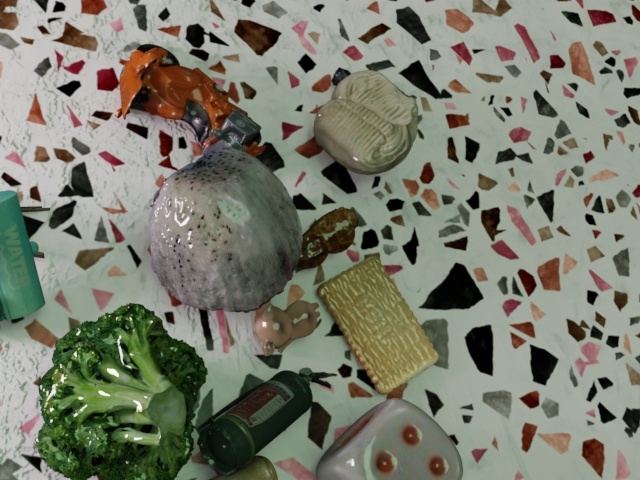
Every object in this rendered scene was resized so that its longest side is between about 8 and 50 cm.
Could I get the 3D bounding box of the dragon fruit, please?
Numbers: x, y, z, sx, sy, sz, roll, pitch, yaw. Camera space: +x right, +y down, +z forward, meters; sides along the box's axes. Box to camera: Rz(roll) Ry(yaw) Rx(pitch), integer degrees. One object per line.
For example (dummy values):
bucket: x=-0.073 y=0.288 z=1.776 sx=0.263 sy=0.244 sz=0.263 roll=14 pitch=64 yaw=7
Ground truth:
dragon fruit: x=-0.152 y=-0.025 z=1.723 sx=0.204 sy=0.221 sz=0.283 roll=28 pitch=52 yaw=33

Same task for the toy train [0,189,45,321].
toy train: x=-0.546 y=0.033 z=1.602 sx=0.159 sy=0.101 sz=0.248 roll=-20 pitch=115 yaw=-31

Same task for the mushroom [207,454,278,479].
mushroom: x=-0.176 y=0.451 z=1.619 sx=0.247 sy=0.096 sz=0.108 roll=-32 pitch=119 yaw=-29

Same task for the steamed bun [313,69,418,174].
steamed bun: x=0.102 y=-0.223 z=1.979 sx=0.218 sy=0.144 sz=0.211 roll=37 pitch=71 yaw=26

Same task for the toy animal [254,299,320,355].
toy animal: x=-0.062 y=0.153 z=1.797 sx=0.150 sy=0.089 sz=0.083 roll=-22 pitch=76 yaw=-36

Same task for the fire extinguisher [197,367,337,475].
fire extinguisher: x=-0.088 y=0.296 z=1.706 sx=0.294 sy=0.118 sz=0.093 roll=-33 pitch=126 yaw=-46

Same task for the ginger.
ginger: x=0.000 y=0.000 z=1.874 sx=0.162 sy=0.103 sz=0.073 roll=-35 pitch=71 yaw=-11

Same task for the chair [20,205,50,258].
chair: x=-0.582 y=-0.033 z=1.656 sx=0.221 sy=0.095 sz=0.104 roll=-1 pitch=61 yaw=-21

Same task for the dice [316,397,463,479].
dice: x=0.121 y=0.407 z=1.706 sx=0.192 sy=0.194 sz=0.193 roll=46 pitch=59 yaw=2

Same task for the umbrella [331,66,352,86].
umbrella: x=0.112 y=-0.314 z=2.068 sx=0.188 sy=0.046 sz=0.050 roll=29 pitch=101 yaw=-9

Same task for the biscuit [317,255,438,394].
biscuit: x=0.112 y=0.165 z=1.890 sx=0.160 sy=0.030 sz=0.250 roll=-29 pitch=82 yaw=-28

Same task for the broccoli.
broccoli: x=-0.310 y=0.266 z=1.561 sx=0.308 sy=0.275 sz=0.308 roll=-4 pitch=96 yaw=-42

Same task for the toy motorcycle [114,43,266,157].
toy motorcycle: x=-0.261 y=-0.256 z=1.851 sx=0.325 sy=0.148 sz=0.221 roll=40 pitch=38 yaw=4
